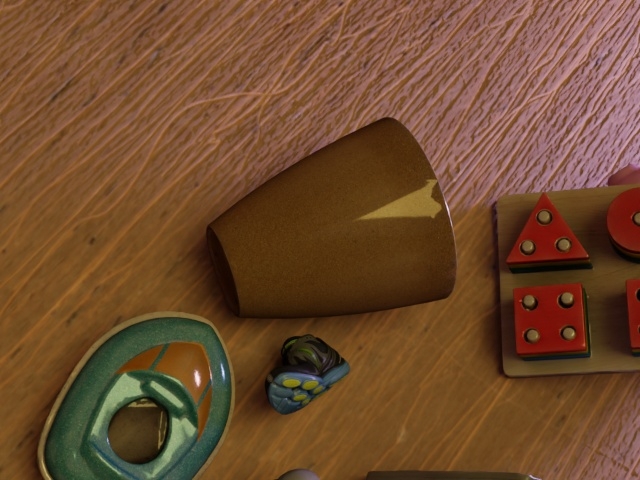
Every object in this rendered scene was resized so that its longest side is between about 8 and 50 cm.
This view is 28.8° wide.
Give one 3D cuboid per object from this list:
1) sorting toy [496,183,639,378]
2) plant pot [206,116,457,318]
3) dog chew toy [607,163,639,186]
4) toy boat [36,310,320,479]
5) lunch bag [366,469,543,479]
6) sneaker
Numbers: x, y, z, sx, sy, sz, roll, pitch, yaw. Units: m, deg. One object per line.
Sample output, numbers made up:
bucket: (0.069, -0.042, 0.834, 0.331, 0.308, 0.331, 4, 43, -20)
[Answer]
sorting toy: (0.362, 0.043, 1.647, 0.257, 0.089, 0.255, -5, 72, 16)
plant pot: (0.000, 0.000, 1.513, 0.254, 0.237, 0.237, -19, 84, -14)
dog chew toy: (0.514, 0.039, 1.751, 0.207, 0.206, 0.331, -26, 79, -30)
toy boat: (-0.140, 0.226, 1.400, 0.318, 0.148, 0.267, 36, 63, -12)
lunch bag: (0.148, 0.389, 1.425, 0.169, 0.287, 0.235, 26, 68, -40)
sneaker: (-0.027, 0.155, 1.489, 0.078, 0.067, 0.188, 49, 18, 10)
